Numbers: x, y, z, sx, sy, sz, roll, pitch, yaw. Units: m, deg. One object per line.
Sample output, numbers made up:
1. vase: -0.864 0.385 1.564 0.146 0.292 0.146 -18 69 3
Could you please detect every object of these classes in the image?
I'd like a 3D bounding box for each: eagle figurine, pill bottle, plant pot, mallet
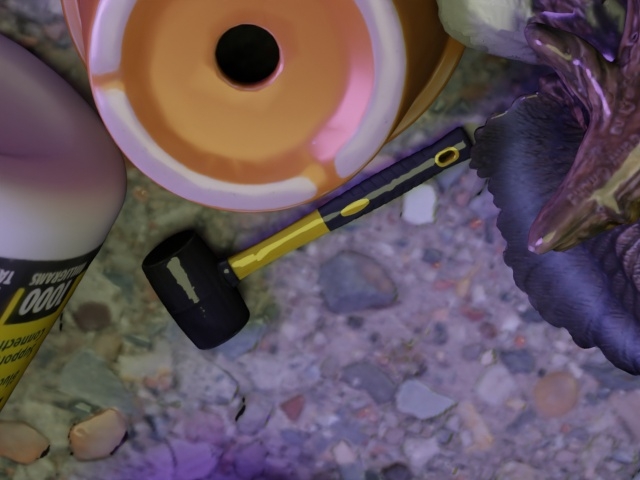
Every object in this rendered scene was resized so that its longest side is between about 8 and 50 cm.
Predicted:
1. eagle figurine: 0.176 -0.031 0.653 0.226 0.298 0.225 12 90 24
2. pill bottle: -0.252 0.056 0.751 0.188 0.188 0.334 29 112 -11
3. plant pot: -0.025 -0.106 0.672 0.205 0.188 0.205 0 114 1
4. mallet: 0.000 0.000 0.806 0.190 0.039 0.062 -22 111 7
